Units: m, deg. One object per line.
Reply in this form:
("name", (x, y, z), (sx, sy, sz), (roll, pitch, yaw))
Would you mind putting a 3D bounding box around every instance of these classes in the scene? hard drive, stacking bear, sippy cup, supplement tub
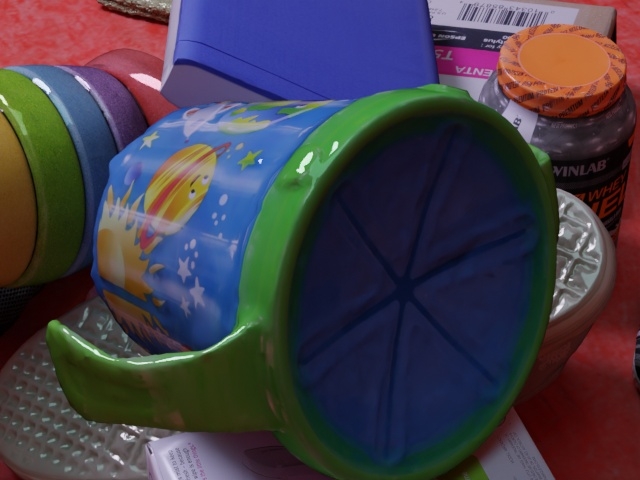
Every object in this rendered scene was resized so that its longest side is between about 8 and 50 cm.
("hard drive", (-0.009, -0.149, 1.458), (0.210, 0.040, 0.318), (23, 27, -13))
("stacking bear", (-0.232, -0.031, 1.330), (0.289, 0.175, 0.164), (-17, 59, -39))
("sippy cup", (-0.014, 0.012, 1.190), (0.305, 0.240, 0.224), (16, -1, -45))
("supplement tub", (0.170, -0.057, 1.445), (0.117, 0.190, 0.117), (0, 42, 0))

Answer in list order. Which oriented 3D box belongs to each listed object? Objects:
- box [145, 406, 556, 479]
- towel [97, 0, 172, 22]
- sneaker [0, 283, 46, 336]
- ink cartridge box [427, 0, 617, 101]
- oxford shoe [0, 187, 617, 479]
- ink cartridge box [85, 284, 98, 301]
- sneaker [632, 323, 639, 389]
("box", (0.038, 0.215, 1.175), (0.231, 0.126, 0.262), (-15, 39, -11))
("towel", (-0.131, -0.240, 1.852), (0.148, 0.027, 0.110), (15, 44, 23))
("sneaker", (-0.209, -0.013, 1.500), (0.130, 0.087, 0.227), (-20, 25, 32))
("ink cartridge box", (0.115, -0.124, 1.626), (0.235, 0.088, 0.193), (8, 39, 15))
("oxford shoe", (-0.009, 0.086, 1.356), (0.449, 0.130, 0.169), (-17, 65, 5))
("ink cartridge box", (-0.068, 0.045, 1.488), (0.179, 0.045, 0.145), (25, 45, 10))
("sneaker", (0.256, 0.050, 1.398), (0.063, 0.075, 0.170), (1, 39, 9))
